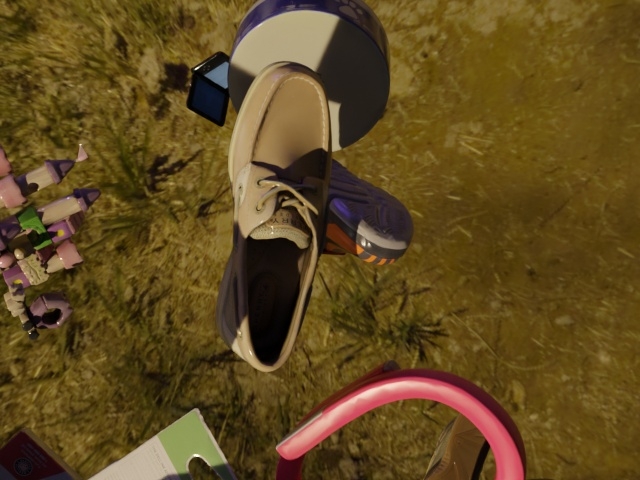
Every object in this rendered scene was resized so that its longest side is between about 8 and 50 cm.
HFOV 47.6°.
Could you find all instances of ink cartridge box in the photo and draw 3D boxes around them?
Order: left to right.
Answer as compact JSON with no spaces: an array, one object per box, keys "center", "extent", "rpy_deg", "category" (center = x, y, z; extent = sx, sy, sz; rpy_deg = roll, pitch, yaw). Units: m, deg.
[{"center":[-0.265,0.240,0.606],"extent":[0.099,0.056,0.135],"rpy_deg":[46,70,-5],"category":"ink cartridge box"},{"center":[-0.188,0.324,0.836],"extent":[0.235,0.056,0.171],"rpy_deg":[-34,76,4],"category":"ink cartridge box"}]

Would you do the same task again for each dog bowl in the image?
[{"center":[-0.017,-0.276,1.189],"extent":[0.265,0.104,0.264],"rpy_deg":[2,131,2],"category":"dog bowl"}]

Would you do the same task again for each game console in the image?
[{"center":[-0.222,-0.337,1.626],"extent":[0.124,0.144,0.085],"rpy_deg":[-27,69,20],"category":"game console"}]

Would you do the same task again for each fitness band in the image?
[{"center":[0.076,0.251,0.774],"extent":[0.291,0.054,0.209],"rpy_deg":[-39,91,24],"category":"fitness band"}]

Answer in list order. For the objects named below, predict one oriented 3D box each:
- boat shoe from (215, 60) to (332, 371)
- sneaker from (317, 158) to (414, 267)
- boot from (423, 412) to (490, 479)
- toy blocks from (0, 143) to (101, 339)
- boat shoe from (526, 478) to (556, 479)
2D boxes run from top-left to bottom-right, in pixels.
[{"center":[-0.037,-0.024,0.711],"extent":[0.109,0.098,0.302],"rpy_deg":[9,96,-21],"category":"boat shoe"},{"center":[0.000,0.000,0.932],"extent":[0.125,0.321,0.180],"rpy_deg":[14,106,-26],"category":"sneaker"},{"center":[0.242,0.437,1.359],"extent":[0.095,0.203,0.261],"rpy_deg":[22,79,11],"category":"boot"},{"center":[-0.562,-0.028,1.503],"extent":[0.260,0.309,0.288],"rpy_deg":[-26,138,-16],"category":"toy blocks"},{"center":[0.299,0.410,1.123],"extent":[0.153,0.056,0.048],"rpy_deg":[-20,84,4],"category":"boat shoe"}]
